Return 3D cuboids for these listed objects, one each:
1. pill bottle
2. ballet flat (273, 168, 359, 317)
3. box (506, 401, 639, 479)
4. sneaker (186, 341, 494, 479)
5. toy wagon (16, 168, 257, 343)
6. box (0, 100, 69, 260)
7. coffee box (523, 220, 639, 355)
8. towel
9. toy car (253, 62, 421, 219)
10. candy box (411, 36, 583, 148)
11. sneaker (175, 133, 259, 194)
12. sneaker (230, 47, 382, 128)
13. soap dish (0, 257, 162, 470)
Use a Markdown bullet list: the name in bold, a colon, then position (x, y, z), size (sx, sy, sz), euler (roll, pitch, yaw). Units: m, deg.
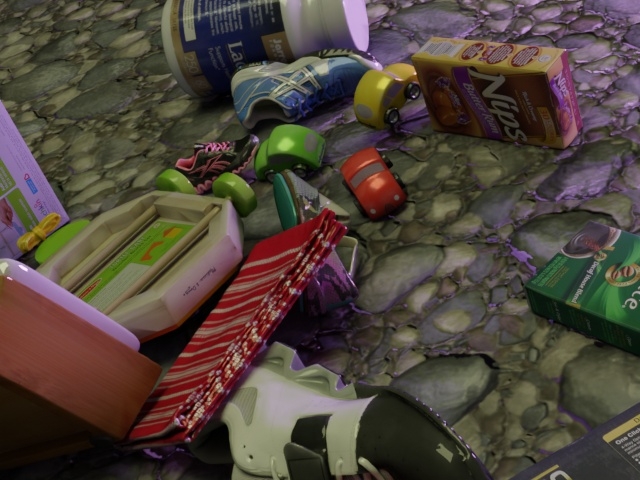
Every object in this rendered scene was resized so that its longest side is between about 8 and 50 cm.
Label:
- **pill bottle**: position (-0.075, -0.296, 1.634), size (0.265, 0.153, 0.153), euler (-10, 38, 18)
- **ballet flat**: position (0.000, 0.000, 1.296), size (0.079, 0.076, 0.221), euler (-6, 40, -8)
- **box**: position (0.313, 0.226, 0.800), size (0.395, 0.097, 0.318), euler (-28, 38, -11)
- **sneaker**: position (0.007, 0.194, 1.001), size (0.146, 0.122, 0.331), euler (-44, 31, -24)
- **toy wagon**: position (-0.237, 0.020, 1.368), size (0.344, 0.068, 0.267), euler (7, 44, 49)
- **box**: position (-0.485, -0.070, 1.471), size (0.231, 0.262, 0.127), euler (-41, 39, -22)
- **coffee box**: position (0.297, 0.049, 1.091), size (0.113, 0.040, 0.184), euler (-40, 39, -23)
- **towel**: position (-0.094, 0.090, 1.159), size (0.275, 0.031, 0.199), euler (-54, 14, -26)
- **toy car**: position (0.008, -0.120, 1.426), size (0.225, 0.053, 0.239), euler (-9, 49, 28)
- **candy box**: position (0.205, -0.174, 1.367), size (0.187, 0.109, 0.053), euler (12, 48, 39)
- **sneaker**: position (-0.133, -0.106, 1.481), size (0.119, 0.057, 0.047), euler (-30, 28, 20)
- **sneaker**: position (-0.017, -0.198, 1.561), size (0.211, 0.080, 0.081), euler (-11, 59, 17)
- **soap dish**: position (-0.339, 0.139, 1.135), size (0.291, 0.229, 0.118), euler (-18, 55, 25)
